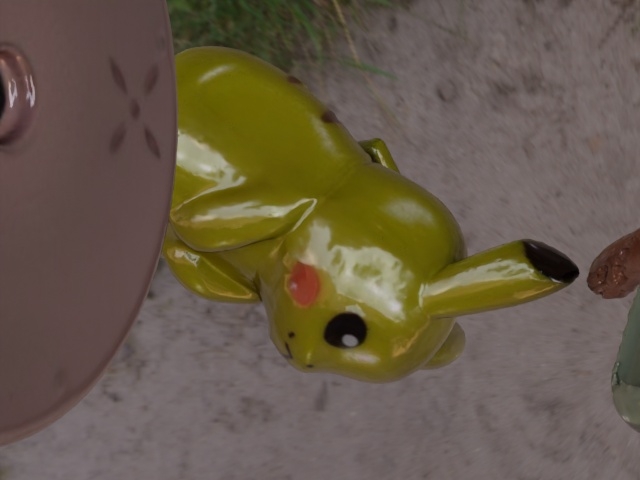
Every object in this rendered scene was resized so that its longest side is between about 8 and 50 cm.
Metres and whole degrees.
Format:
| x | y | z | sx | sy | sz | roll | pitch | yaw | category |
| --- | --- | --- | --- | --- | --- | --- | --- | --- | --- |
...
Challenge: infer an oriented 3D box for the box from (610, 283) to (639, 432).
| x | y | z | sx | sy | sz | roll | pitch | yaw | category |
| --- | --- | --- | --- | --- | --- | --- | --- | --- | --- |
| 0.253 | 0.053 | 0.765 | 0.138 | 0.274 | 0.178 | -29 | 105 | 35 | box |

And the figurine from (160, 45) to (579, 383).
| x | y | z | sx | sy | sz | roll | pitch | yaw | category |
| --- | --- | --- | --- | --- | --- | --- | --- | --- | --- |
| -0.006 | -0.004 | 1.111 | 0.326 | 0.218 | 0.169 | 41 | 69 | 10 | figurine |

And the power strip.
| x | y | z | sx | sy | sz | roll | pitch | yaw | category |
| --- | --- | --- | --- | --- | --- | --- | --- | --- | --- |
| -0.099 | -0.027 | 0.341 | 0.078 | 0.154 | 0.154 | 2 | 86 | 24 | power strip |

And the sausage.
| x | y | z | sx | sy | sz | roll | pitch | yaw | category |
| --- | --- | --- | --- | --- | --- | --- | --- | --- | --- |
| 0.227 | 0.004 | 1.045 | 0.042 | 0.158 | 0.036 | -1 | 73 | -24 | sausage |
